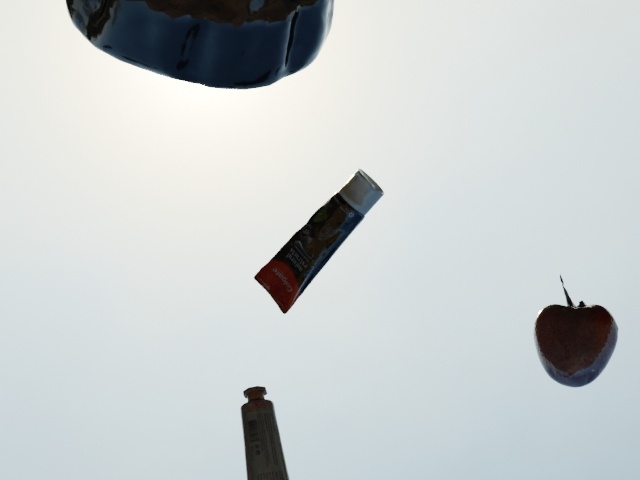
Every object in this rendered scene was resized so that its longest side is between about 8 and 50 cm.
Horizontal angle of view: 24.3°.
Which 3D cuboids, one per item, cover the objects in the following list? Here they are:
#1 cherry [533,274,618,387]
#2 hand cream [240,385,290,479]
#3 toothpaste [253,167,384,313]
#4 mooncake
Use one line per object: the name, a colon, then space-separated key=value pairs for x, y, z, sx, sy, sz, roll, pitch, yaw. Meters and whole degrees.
cherry: x=0.318 y=0.128 z=1.886 sx=0.106 sy=0.087 sz=0.126 roll=20 pitch=-118 yaw=17
hand cream: x=-0.065 y=0.283 z=1.849 sx=0.067 sy=0.209 sz=0.043 roll=-6 pitch=154 yaw=-7
toothpaste: x=0.000 y=0.000 z=1.813 sx=0.193 sy=0.045 sz=0.071 roll=-47 pitch=-122 yaw=11
mooncake: x=-0.117 y=-0.280 z=1.524 sx=0.283 sy=0.141 sz=0.283 roll=8 pitch=-138 yaw=-7
